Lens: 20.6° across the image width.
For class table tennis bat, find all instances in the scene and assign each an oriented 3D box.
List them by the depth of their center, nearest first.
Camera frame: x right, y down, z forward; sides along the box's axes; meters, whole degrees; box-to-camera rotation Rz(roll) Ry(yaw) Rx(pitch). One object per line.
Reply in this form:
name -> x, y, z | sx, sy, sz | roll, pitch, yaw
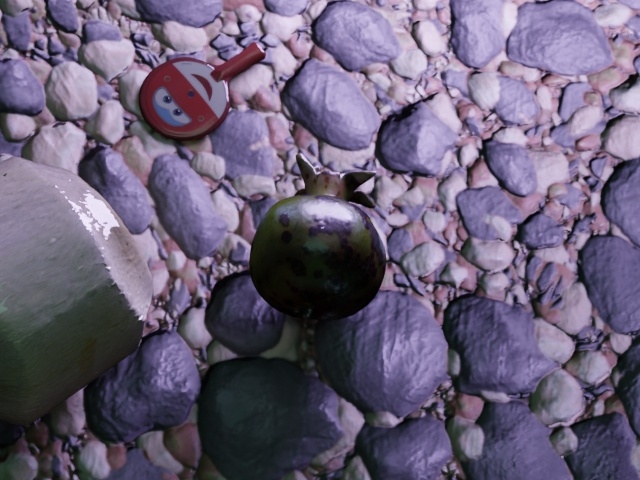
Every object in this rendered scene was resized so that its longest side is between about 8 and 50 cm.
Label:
table tennis bat -> -0.127, -0.169, 1.932 | 0.154, 0.019, 0.098 | -35, 75, -16

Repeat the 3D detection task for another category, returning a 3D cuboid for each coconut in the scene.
coconut -> -0.305, 0.059, 1.696 | 0.266, 0.237, 0.237 | -30, 74, -17

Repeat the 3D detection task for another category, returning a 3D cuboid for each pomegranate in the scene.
pomegranate -> 0.001, 0.006, 1.817 | 0.148, 0.148, 0.169 | 25, 41, 4
